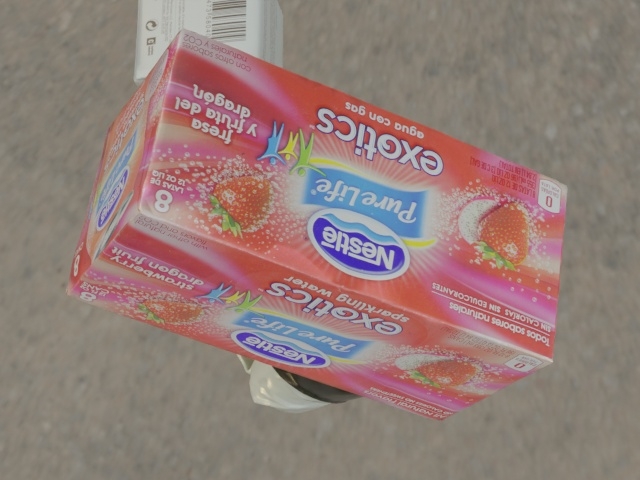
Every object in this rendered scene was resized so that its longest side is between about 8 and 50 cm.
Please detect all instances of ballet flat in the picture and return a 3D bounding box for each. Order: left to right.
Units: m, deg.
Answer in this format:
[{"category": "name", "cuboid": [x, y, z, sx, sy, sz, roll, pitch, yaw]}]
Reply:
[{"category": "ballet flat", "cuboid": [-0.020, 0.084, 1.233, 0.095, 0.280, 0.096, 23, 103, -22]}]

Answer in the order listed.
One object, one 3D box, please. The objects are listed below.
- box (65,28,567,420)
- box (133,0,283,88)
[{"category": "box", "cuboid": [0.000, 0.000, 1.017, 0.300, 0.142, 0.154, 21, 150, -19]}, {"category": "box", "cuboid": [-0.085, -0.152, 1.171, 0.102, 0.087, 0.101, -6, 65, 11]}]
